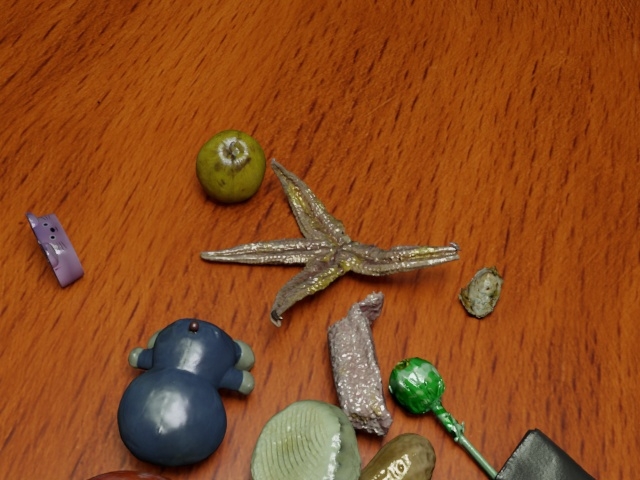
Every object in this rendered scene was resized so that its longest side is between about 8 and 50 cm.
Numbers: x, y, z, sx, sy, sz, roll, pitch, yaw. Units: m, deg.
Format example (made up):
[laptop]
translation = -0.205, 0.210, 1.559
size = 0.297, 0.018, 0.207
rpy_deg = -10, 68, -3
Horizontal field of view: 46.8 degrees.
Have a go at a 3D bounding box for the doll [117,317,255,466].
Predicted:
[doll]
translation = -0.232, 0.257, 1.254
size = 0.228, 0.154, 0.259
rpy_deg = 13, 60, 1

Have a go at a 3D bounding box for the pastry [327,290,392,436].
[pastry]
translation = 0.067, 0.218, 1.315
size = 0.112, 0.103, 0.265
rpy_deg = -5, 50, 6

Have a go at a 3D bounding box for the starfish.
[starfish]
translation = -0.001, 0.006, 1.454
size = 0.383, 0.132, 0.398
rpy_deg = -26, 55, -27

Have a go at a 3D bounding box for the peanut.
[peanut]
translation = 0.106, 0.406, 1.189
size = 0.226, 0.095, 0.108
rpy_deg = -40, 82, -26

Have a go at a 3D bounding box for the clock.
[clock]
translation = -0.513, 0.008, 1.427
size = 0.050, 0.110, 0.153
rpy_deg = -27, 60, -21

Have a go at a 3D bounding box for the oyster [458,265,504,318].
[oyster]
translation = 0.330, 0.103, 1.479
size = 0.132, 0.029, 0.086
rpy_deg = -29, 67, -27

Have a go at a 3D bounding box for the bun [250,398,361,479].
[bun]
translation = -0.015, 0.358, 1.181
size = 0.195, 0.118, 0.196
rpy_deg = -22, 40, 20

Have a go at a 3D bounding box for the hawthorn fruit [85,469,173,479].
[hawthorn fruit]
translation = -0.273, 0.464, 1.025
size = 0.284, 0.284, 0.285
rpy_deg = 2, 53, -3

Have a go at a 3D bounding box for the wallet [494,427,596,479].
[wallet]
translation = 0.413, 0.434, 1.216
size = 0.244, 0.025, 0.124
rpy_deg = 41, 63, 12

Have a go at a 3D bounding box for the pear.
[pear]
translation = -0.187, -0.154, 1.551
size = 0.148, 0.162, 0.149
rpy_deg = 3, 64, -6

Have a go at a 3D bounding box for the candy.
[candy]
translation = 0.242, 0.335, 1.278
size = 0.097, 0.097, 0.323
rpy_deg = -33, 70, -26
